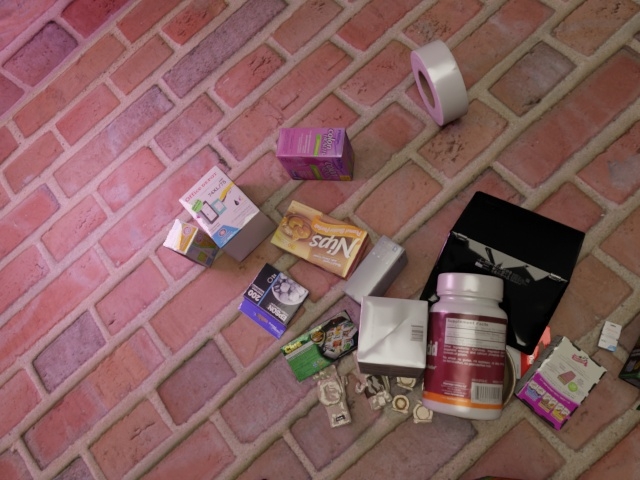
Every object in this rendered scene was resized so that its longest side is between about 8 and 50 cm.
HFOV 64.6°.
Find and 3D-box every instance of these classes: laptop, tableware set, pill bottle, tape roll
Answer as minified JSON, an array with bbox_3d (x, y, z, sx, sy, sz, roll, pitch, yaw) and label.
[{"bbox_3d":[0.600,0.088,1.673,0.382,0.236,0.408,26,102,20],"label":"laptop"},{"bbox_3d":[0.307,0.504,1.650,0.141,0.020,0.168,12,77,17],"label":"tableware set"},{"bbox_3d":[0.423,0.301,1.479,0.224,0.224,0.392,5,79,15],"label":"pill bottle"},{"bbox_3d":[0.420,-0.558,1.803,0.100,0.286,0.286,-24,69,6],"label":"tape roll"}]

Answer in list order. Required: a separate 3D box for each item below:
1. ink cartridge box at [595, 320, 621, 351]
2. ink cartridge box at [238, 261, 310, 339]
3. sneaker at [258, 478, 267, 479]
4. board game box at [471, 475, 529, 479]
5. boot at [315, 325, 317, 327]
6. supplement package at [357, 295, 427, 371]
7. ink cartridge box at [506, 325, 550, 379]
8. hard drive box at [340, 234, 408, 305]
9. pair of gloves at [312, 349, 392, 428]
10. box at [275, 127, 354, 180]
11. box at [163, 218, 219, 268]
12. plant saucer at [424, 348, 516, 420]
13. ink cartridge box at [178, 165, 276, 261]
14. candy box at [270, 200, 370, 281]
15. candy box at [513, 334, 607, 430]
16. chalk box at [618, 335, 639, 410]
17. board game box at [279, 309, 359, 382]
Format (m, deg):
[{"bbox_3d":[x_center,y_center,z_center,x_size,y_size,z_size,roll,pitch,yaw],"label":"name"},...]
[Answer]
[{"bbox_3d":[0.890,0.296,1.563,0.048,0.028,0.083,20,80,18],"label":"ink cartridge box"},{"bbox_3d":[-0.175,0.217,1.843,0.206,0.045,0.208,32,85,20],"label":"ink cartridge box"},{"bbox_3d":[-0.149,0.904,1.595,0.121,0.108,0.302,-40,67,4],"label":"sneaker"},{"bbox_3d":[0.414,0.837,1.284,0.357,0.356,0.356,-8,70,-14],"label":"board game box"},{"bbox_3d":[0.037,0.350,1.757,0.106,0.037,0.114,-8,75,11],"label":"boot"},{"bbox_3d":[0.223,0.308,1.580,0.198,0.262,0.199,4,69,8],"label":"supplement package"},{"bbox_3d":[0.612,0.348,1.605,0.225,0.056,0.181,1,74,16],"label":"ink cartridge box"},{"bbox_3d":[0.188,0.117,1.710,0.089,0.181,0.232,36,84,21],"label":"hard drive box"},{"bbox_3d":[0.108,0.488,1.691,0.240,0.042,0.204,-26,65,0],"label":"pair of gloves"},{"bbox_3d":[-0.013,-0.315,1.872,0.243,0.213,0.117,2,74,14],"label":"box"},{"bbox_3d":[-0.475,0.014,1.893,0.103,0.203,0.114,20,79,19],"label":"box"},{"bbox_3d":[0.464,0.413,1.581,0.278,0.041,0.278,-6,76,24],"label":"plant saucer"},{"bbox_3d":[-0.345,-0.099,1.897,0.198,0.197,0.270,-45,68,-2],"label":"ink cartridge box"},{"bbox_3d":[0.000,0.000,1.841,0.316,0.087,0.183,24,81,19],"label":"candy box"},{"bbox_3d":[0.716,0.426,1.530,0.159,0.071,0.233,41,87,8],"label":"candy box"},{"bbox_3d":[0.993,0.366,1.437,0.179,0.180,0.289,29,83,20],"label":"chalk box"},{"bbox_3d":[0.007,0.357,1.725,0.260,0.030,0.136,-29,89,-5],"label":"board game box"}]
